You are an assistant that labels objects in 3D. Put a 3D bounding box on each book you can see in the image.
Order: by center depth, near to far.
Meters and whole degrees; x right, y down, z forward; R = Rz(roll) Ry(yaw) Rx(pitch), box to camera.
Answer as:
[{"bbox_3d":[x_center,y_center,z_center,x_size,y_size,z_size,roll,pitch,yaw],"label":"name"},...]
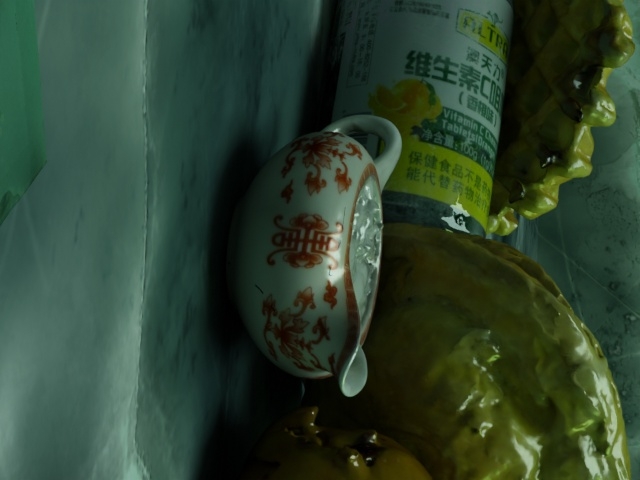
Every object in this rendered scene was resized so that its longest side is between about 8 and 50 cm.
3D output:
[{"bbox_3d":[-0.143,-0.043,0.744,0.135,0.017,0.103,-67,161,-55],"label":"book"}]

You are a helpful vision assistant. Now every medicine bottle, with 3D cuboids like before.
[{"bbox_3d":[0.073,-0.126,1.437,0.141,0.141,0.293,66,30,-66],"label":"medicine bottle"}]

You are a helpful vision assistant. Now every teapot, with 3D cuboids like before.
[{"bbox_3d":[0.000,0.000,1.225,0.159,0.116,0.245,64,33,-45],"label":"teapot"}]

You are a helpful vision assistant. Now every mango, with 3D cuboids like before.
[{"bbox_3d":[0.002,0.248,1.238,0.201,0.152,0.287,-109,-158,-60],"label":"mango"}]

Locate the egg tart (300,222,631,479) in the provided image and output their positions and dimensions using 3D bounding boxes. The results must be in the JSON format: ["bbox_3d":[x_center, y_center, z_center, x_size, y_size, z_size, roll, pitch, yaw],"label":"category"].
[{"bbox_3d":[0.076,0.138,1.331,0.128,0.319,0.319,-33,133,-40],"label":"egg tart"}]

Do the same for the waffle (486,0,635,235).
[{"bbox_3d":[0.146,-0.134,1.527,0.329,0.062,0.329,-39,-138,45],"label":"waffle"}]
